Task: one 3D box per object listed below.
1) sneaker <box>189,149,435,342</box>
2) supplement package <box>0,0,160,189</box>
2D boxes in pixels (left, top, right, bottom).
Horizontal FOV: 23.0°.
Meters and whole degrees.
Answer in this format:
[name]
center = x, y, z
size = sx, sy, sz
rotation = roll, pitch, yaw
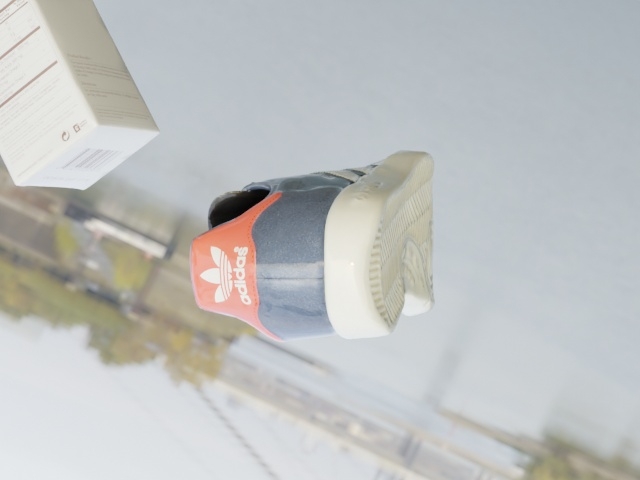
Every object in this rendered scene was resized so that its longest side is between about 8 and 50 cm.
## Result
[sneaker]
center = 0.000, 0.000, 1.148
size = 0.148, 0.131, 0.350
rotation = -1, -178, 13
[supplement package]
center = -0.246, -0.148, 1.425
size = 0.105, 0.105, 0.179
rotation = 1, -121, -62
